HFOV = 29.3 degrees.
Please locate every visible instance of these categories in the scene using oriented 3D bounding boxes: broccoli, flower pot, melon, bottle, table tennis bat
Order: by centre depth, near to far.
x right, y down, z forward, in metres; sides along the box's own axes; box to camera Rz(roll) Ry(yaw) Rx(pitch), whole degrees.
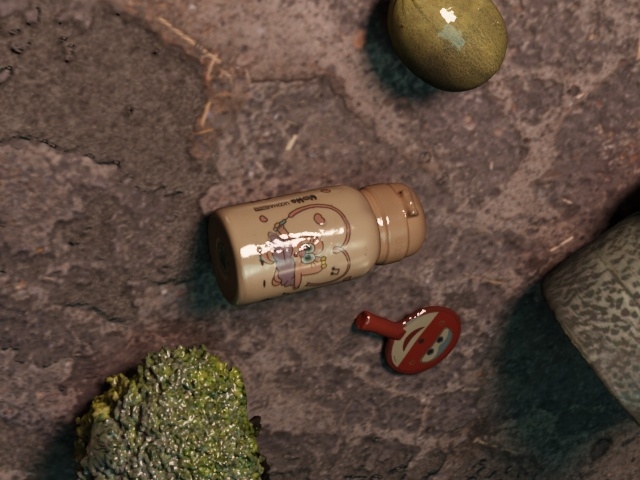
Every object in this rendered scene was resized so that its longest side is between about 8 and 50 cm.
[{"bbox_3d":[0.115,-0.191,1.120,0.098,0.098,0.131,-45,135,9],"label":"melon"},{"bbox_3d":[0.000,0.000,1.208,0.209,0.097,0.110,-12,161,-20],"label":"bottle"},{"bbox_3d":[-0.150,0.232,1.251,0.198,0.176,0.226,-11,140,2],"label":"broccoli"},{"bbox_3d":[0.421,0.063,1.335,0.283,0.299,0.299,-37,133,11],"label":"flower pot"},{"bbox_3d":[0.099,0.108,1.394,0.155,0.019,0.098,21,112,-41],"label":"table tennis bat"}]
